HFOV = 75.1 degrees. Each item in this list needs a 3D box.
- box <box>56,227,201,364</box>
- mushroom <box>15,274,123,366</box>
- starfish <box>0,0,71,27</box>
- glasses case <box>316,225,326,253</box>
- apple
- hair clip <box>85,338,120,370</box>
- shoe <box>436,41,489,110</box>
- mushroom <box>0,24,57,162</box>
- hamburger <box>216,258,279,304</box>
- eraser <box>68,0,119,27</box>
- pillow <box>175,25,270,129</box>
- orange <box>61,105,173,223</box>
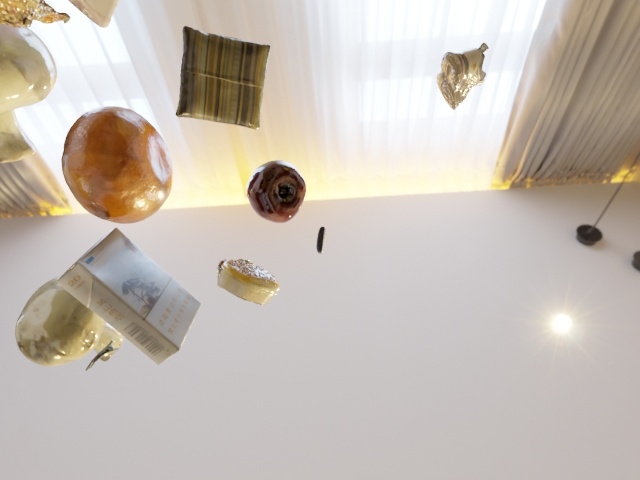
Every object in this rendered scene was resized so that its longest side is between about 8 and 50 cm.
[{"bbox_3d":[-0.346,0.101,0.785,0.067,0.233,0.149,-36,-160,14],"label":"box"},{"bbox_3d":[-0.843,0.296,1.445,0.313,0.336,0.315,-10,-128,13],"label":"mushroom"},{"bbox_3d":[-0.361,-0.292,0.489,0.084,0.301,0.294,28,-137,-27],"label":"starfish"},{"bbox_3d":[0.000,0.000,1.247,0.023,0.033,0.084,6,-108,8],"label":"glasses case"},{"bbox_3d":[-0.163,-0.184,1.517,0.233,0.234,0.234,-2,-131,3],"label":"apple"},{"bbox_3d":[-0.677,0.362,1.294,0.039,0.030,0.115,45,-106,-2],"label":"hair clip"},{"bbox_3d":[0.336,-0.391,0.984,0.092,0.180,0.089,-28,-109,2],"label":"shoe"},{"bbox_3d":[-0.786,-0.382,0.969,0.314,0.315,0.357,-22,-86,-14],"label":"mushroom"},{"bbox_3d":[-0.232,0.126,1.324,0.172,0.210,0.116,19,-96,42],"label":"hamburger"},{"bbox_3d":[-0.422,-0.476,0.649,0.204,0.243,0.059,-26,-137,44],"label":"eraser"},{"bbox_3d":[-0.239,-0.393,1.027,0.211,0.209,0.052,4,-160,-21],"label":"pillow"},{"bbox_3d":[-0.402,-0.147,0.834,0.171,0.240,0.240,-9,-131,5],"label":"orange"}]
